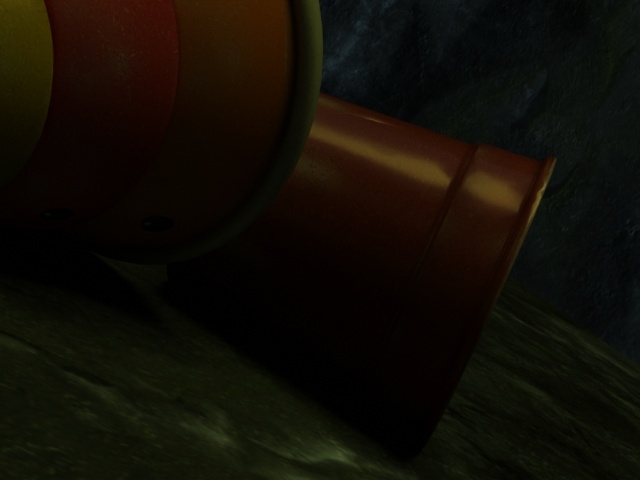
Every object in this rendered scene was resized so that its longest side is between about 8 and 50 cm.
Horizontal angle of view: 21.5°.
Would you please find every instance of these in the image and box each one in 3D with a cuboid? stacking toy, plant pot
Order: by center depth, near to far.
[{"bbox_3d":[-0.258,-0.128,1.165,0.351,0.350,0.480,36,26,25],"label":"stacking toy"},{"bbox_3d":[0.026,-0.001,1.451,0.265,0.272,0.272,24,6,5],"label":"plant pot"}]
